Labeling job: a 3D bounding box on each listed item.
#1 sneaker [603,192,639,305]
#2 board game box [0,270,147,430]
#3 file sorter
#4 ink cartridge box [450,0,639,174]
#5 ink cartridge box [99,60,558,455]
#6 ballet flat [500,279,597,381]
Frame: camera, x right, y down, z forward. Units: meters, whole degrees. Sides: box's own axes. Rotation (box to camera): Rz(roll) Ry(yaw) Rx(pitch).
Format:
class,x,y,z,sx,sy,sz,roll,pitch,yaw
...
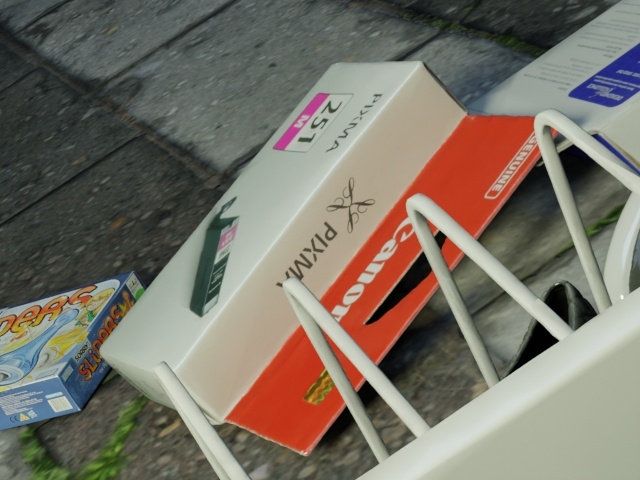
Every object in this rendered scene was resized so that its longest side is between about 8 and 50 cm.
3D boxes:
class,x,y,z,sx,sy,sz,roll,pitch,yaw
sneaker,0.282,-0.037,0.953,0.295,0.105,0.147,-33,16,-19
board game box,-0.237,0.095,1.426,0.201,0.035,0.136,-16,25,31
file sorter,0.101,0.073,0.778,0.277,0.193,0.173,-33,36,-7
ink cartridge box,0.248,-0.129,1.263,0.332,0.065,0.165,-33,22,-12
ink cartridge box,0.000,0.000,1.209,0.275,0.060,0.239,-51,23,-14
ballet flat,0.099,0.088,0.992,0.057,0.049,0.173,-12,28,42
